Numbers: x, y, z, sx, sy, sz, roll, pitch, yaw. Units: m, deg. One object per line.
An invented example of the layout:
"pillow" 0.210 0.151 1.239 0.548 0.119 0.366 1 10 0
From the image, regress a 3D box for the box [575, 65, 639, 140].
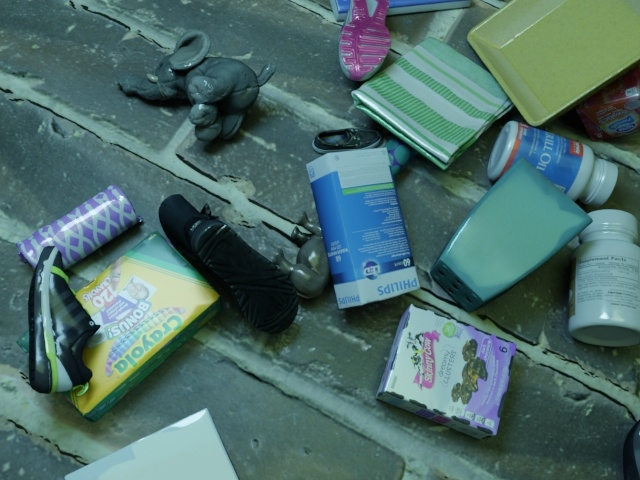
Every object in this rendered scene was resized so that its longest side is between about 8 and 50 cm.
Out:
"box" 0.607 -0.355 1.335 0.123 0.128 0.256 -10 61 34

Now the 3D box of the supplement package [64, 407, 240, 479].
"supplement package" -0.191 0.406 0.881 0.199 0.198 0.262 -23 72 -16

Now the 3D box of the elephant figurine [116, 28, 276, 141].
"elephant figurine" -0.244 -0.313 1.220 0.186 0.169 0.239 -15 49 -44

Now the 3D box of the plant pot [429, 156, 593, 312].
"plant pot" 0.322 0.009 1.149 0.234 0.165 0.166 -42 78 -13

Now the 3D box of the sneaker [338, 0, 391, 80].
"sneaker" 0.087 -0.405 1.310 0.103 0.111 0.252 14 54 -3

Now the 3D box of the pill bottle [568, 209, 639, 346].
"pill bottle" 0.523 0.066 1.161 0.131 0.131 0.229 13 65 -2

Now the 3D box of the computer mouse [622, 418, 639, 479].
"computer mouse" 0.555 0.418 1.054 0.189 0.072 0.272 4 79 -8

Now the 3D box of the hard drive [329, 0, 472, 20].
"hard drive" 0.165 -0.608 1.454 0.319 0.040 0.210 -10 69 -12

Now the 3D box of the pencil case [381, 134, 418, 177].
"pencil case" 0.152 -0.167 1.248 0.065 0.070 0.151 26 62 41

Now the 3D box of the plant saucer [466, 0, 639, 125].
"plant saucer" 0.512 -0.408 1.294 0.333 0.081 0.332 -33 50 17

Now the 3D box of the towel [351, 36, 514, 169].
"towel" 0.237 -0.290 1.280 0.248 0.038 0.325 38 52 13

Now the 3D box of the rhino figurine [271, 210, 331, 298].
"rhino figurine" 0.000 0.000 1.152 0.106 0.073 0.243 32 64 1

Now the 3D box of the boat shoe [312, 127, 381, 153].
"boat shoe" 0.055 -0.200 1.262 0.142 0.040 0.049 -10 68 -12

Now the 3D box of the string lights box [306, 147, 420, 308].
"string lights box" 0.075 -0.023 1.110 0.134 0.077 0.259 -10 86 -33

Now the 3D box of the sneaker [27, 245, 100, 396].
"sneaker" -0.387 0.122 0.968 0.097 0.084 0.234 4 65 -31

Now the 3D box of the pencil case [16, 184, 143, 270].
"pencil case" -0.415 -0.018 1.099 0.206 0.086 0.088 -36 42 -22

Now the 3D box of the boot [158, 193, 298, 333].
"boot" -0.157 0.032 1.076 0.094 0.207 0.246 -45 122 -9

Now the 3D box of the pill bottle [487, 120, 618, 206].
"pill bottle" 0.452 -0.143 1.247 0.222 0.124 0.124 18 66 0

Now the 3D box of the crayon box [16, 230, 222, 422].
"crayon box" -0.319 0.137 1.044 0.165 0.081 0.278 43 68 12

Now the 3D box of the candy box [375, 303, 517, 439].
"candy box" 0.214 0.222 1.085 0.196 0.070 0.164 21 66 1
